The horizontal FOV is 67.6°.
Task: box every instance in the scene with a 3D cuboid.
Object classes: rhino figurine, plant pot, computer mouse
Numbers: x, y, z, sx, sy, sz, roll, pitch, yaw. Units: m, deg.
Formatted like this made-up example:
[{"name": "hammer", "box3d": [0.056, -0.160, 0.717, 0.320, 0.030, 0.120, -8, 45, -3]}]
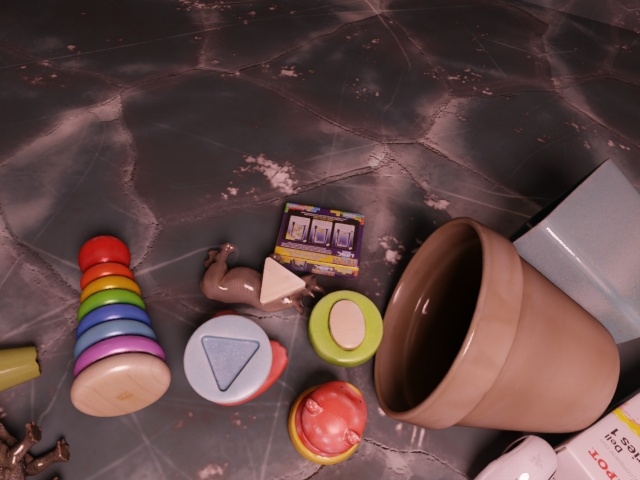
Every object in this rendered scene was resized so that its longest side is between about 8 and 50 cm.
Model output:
[{"name": "rhino figurine", "box3d": [-0.107, 0.082, 0.893, 0.244, 0.073, 0.106, 12, 56, 1]}, {"name": "plant pot", "box3d": [0.279, 0.163, 0.748, 0.281, 0.323, 0.323, 24, 52, -7]}, {"name": "plant pot", "box3d": [0.479, 0.054, 0.874, 0.248, 0.247, 0.252, -35, 77, -28]}, {"name": "computer mouse", "box3d": [0.258, 0.356, 0.689, 0.193, 0.042, 0.106, -42, 63, -2]}, {"name": "plant pot", "box3d": [-0.495, 0.202, 0.764, 0.079, 0.083, 0.083, -11, 53, -28]}]

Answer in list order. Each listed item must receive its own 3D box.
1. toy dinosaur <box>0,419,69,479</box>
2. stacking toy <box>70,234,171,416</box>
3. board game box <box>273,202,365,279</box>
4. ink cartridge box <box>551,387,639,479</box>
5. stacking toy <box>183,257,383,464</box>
[{"name": "toy dinosaur", "box3d": [-0.444, 0.350, 0.645, 0.161, 0.121, 0.313, -20, 60, -5]}, {"name": "stacking toy", "box3d": [-0.353, 0.120, 0.818, 0.141, 0.141, 0.330, -15, 48, -16]}, {"name": "board game box", "box3d": [0.000, 0.000, 0.983, 0.171, 0.048, 0.141, 10, 54, 2]}, {"name": "ink cartridge box", "box3d": [0.506, 0.348, 0.717, 0.278, 0.117, 0.201, -21, 57, -20]}, {"name": "stacking toy", "box3d": [-0.038, 0.165, 0.750, 0.309, 0.130, 0.279, 25, 67, 5]}]
